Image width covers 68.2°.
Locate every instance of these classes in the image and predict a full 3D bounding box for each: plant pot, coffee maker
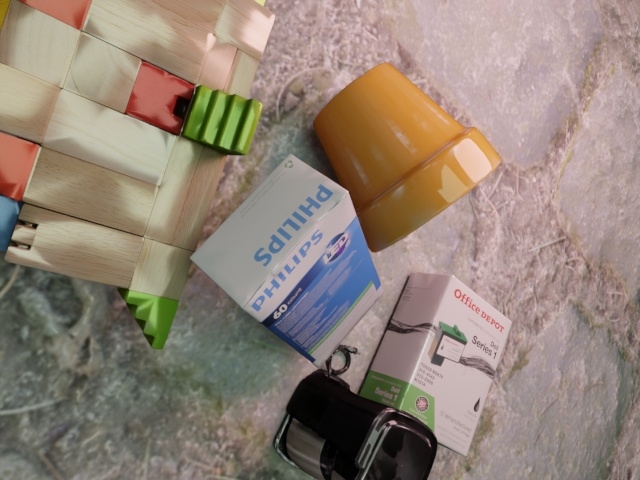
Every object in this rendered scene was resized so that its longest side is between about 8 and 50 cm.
[{"bbox_3d":[0.095,-0.119,0.628,0.205,0.205,0.188,-37,90,-27],"label":"plant pot"},{"bbox_3d":[0.041,0.224,0.575,0.120,0.178,0.171,11,82,-31],"label":"coffee maker"}]

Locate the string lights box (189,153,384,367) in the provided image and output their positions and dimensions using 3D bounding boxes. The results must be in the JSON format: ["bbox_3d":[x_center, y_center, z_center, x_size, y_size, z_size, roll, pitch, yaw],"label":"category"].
[{"bbox_3d":[-0.014,0.042,0.509,0.133,0.077,0.260,-47,153,-10],"label":"string lights box"}]

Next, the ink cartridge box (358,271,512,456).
[{"bbox_3d":[0.176,0.178,0.709,0.160,0.092,0.219,35,72,-26],"label":"ink cartridge box"}]

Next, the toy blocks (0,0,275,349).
[{"bbox_3d":[-0.214,-0.122,0.415,0.261,0.191,0.381,19,88,-32],"label":"toy blocks"}]
